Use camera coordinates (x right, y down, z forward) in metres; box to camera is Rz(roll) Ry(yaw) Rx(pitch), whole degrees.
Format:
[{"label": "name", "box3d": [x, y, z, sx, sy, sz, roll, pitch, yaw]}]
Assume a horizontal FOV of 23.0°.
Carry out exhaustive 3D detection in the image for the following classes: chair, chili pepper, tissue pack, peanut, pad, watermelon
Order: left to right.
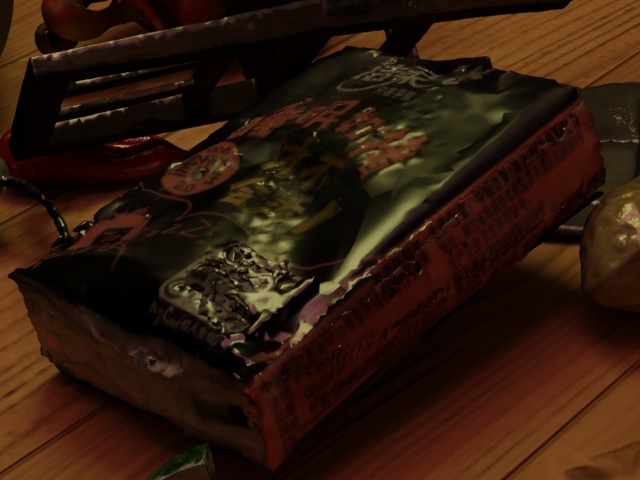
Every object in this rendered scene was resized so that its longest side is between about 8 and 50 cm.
[{"label": "chili pepper", "box3d": [-0.199, -0.070, 1.257, 0.191, 0.050, 0.059, -2, 27, -5]}, {"label": "watermelon", "box3d": [-0.076, 0.155, 0.870, 0.061, 0.085, 0.085, 38, 45, 12]}, {"label": "chair", "box3d": [-0.053, -0.229, 1.228, 0.416, 0.241, 0.203, -10, -12, -20]}, {"label": "tissue pack", "box3d": [0.000, 0.000, 1.013, 0.245, 0.123, 0.332, 18, 45, 43]}, {"label": "pad", "box3d": [0.183, -0.065, 1.209, 0.174, 0.022, 0.233, 2, 32, 14]}, {"label": "peanut", "box3d": [0.243, -0.016, 1.040, 0.214, 0.090, 0.098, -35, 11, -37]}]

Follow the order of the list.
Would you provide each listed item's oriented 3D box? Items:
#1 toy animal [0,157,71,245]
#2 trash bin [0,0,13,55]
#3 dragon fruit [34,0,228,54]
[{"label": "toy animal", "box3d": [-0.251, -0.029, 1.170, 0.253, 0.079, 0.070, 18, 39, 35]}, {"label": "trash bin", "box3d": [-0.426, -0.267, 1.425, 0.280, 0.280, 0.432, -11, 27, -8]}, {"label": "dragon fruit", "box3d": [-0.119, -0.289, 1.441, 0.243, 0.228, 0.307, -8, 29, 34]}]
